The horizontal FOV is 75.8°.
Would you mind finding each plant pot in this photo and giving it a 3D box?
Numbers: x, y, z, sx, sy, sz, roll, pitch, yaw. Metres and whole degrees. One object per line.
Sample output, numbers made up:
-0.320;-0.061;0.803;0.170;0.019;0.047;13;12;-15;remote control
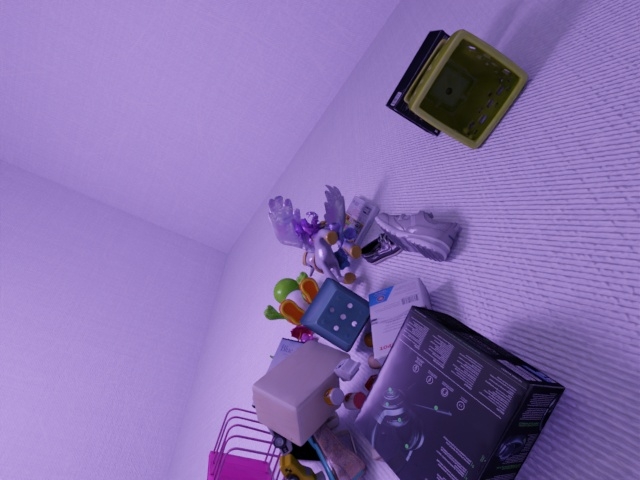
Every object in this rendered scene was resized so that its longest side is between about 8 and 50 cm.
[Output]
0.053;0.208;1.139;0.165;0.166;0.234;-58;-2;-8;plant pot
0.379;-0.419;1.142;0.228;0.227;0.207;-58;15;20;plant pot

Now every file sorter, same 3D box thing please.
-0.225;0.673;1.276;0.291;0.202;0.182;179;109;-77;file sorter

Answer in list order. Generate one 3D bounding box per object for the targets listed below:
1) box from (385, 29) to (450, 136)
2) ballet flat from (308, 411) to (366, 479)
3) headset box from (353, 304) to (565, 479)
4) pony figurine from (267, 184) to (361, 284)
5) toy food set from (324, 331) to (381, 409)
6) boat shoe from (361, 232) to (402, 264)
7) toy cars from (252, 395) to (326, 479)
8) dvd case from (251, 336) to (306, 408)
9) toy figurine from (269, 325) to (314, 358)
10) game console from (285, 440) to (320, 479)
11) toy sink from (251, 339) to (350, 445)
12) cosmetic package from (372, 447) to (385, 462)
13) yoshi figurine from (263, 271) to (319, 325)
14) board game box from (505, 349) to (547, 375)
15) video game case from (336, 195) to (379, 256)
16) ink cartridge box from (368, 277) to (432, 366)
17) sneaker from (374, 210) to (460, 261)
0.362;-0.498;1.315;0.261;0.185;0.103;-58;19;16;box
0.019;0.514;1.082;0.316;0.106;0.107;36;144;57;ballet flat
0.218;0.299;0.713;0.246;0.131;0.282;32;100;52;headset box
0.000;0.000;1.439;0.363;0.303;0.350;-154;54;-64;pony figurine
0.119;0.331;1.026;0.232;0.111;0.105;-40;3;-37;toy food set
0.201;0.011;1.285;0.206;0.065;0.075;-40;29;46;boat shoe
-0.072;0.559;1.094;0.087;0.176;0.393;-29;42;-11;toy cars
-0.099;0.451;1.358;0.181;0.022;0.252;4;51;28;dvd case
-0.077;0.386;1.493;0.173;0.130;0.159;8;62;46;toy figurine
-0.058;0.678;1.177;0.213;0.044;0.360;-38;33;51;game console
-0.038;0.394;1.087;0.153;0.234;0.131;11;117;36;toy sink
0.164;0.443;0.911;0.115;0.041;0.060;-49;26;35;cosmetic package
-0.106;0.212;1.528;0.362;0.204;0.202;129;143;-76;yoshi figurine
0.341;0.254;0.728;0.090;0.020;0.090;-64;22;3;board game box
0.130;-0.060;1.599;0.206;0.026;0.227;-61;21;8;video game case
0.198;0.200;0.982;0.140;0.082;0.190;-23;40;21;ink cartridge box
0.266;-0.031;1.138;0.115;0.105;0.281;-50;37;-7;sneaker
